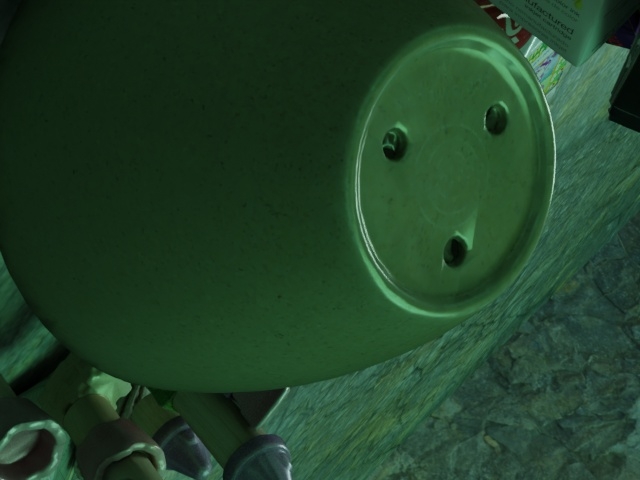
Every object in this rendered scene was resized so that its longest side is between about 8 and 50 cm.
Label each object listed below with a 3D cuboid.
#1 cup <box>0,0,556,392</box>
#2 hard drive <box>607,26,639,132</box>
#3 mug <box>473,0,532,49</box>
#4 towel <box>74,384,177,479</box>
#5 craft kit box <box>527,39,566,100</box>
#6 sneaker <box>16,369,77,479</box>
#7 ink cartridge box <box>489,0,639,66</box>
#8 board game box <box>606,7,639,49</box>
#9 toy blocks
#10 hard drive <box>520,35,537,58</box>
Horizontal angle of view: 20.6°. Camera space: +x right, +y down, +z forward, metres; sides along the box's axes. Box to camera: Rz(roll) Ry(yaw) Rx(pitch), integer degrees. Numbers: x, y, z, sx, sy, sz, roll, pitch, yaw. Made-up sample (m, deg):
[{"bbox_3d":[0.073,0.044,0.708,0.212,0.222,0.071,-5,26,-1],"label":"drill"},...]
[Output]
[{"bbox_3d":[-0.001,-0.051,1.064,0.331,0.237,0.331,-8,103,-39],"label":"cup"},{"bbox_3d":[0.330,-0.231,1.522,0.339,0.064,0.236,62,52,-83],"label":"hard drive"},{"bbox_3d":[0.128,-0.225,1.613,0.150,0.113,0.169,-46,166,32],"label":"mug"},{"bbox_3d":[-0.157,0.139,1.647,0.282,0.049,0.187,48,59,-79],"label":"towel"},{"bbox_3d":[0.213,-0.178,2.121,0.250,0.061,0.246,-45,163,-22],"label":"craft kit box"},{"bbox_3d":[-0.258,0.218,1.589,0.121,0.099,0.262,-44,166,-43],"label":"sneaker"},{"bbox_3d":[0.190,-0.299,1.415,0.117,0.201,0.278,-45,166,-21],"label":"ink cartridge box"},{"bbox_3d":[0.324,-0.373,1.670,0.208,0.056,0.346,37,71,-72],"label":"board game box"},{"bbox_3d":[-0.069,0.110,1.346,0.309,0.260,0.288,25,105,-49],"label":"toy blocks"},{"bbox_3d":[0.121,-0.085,1.836,0.318,0.040,0.210,-61,-173,-14],"label":"hard drive"}]
